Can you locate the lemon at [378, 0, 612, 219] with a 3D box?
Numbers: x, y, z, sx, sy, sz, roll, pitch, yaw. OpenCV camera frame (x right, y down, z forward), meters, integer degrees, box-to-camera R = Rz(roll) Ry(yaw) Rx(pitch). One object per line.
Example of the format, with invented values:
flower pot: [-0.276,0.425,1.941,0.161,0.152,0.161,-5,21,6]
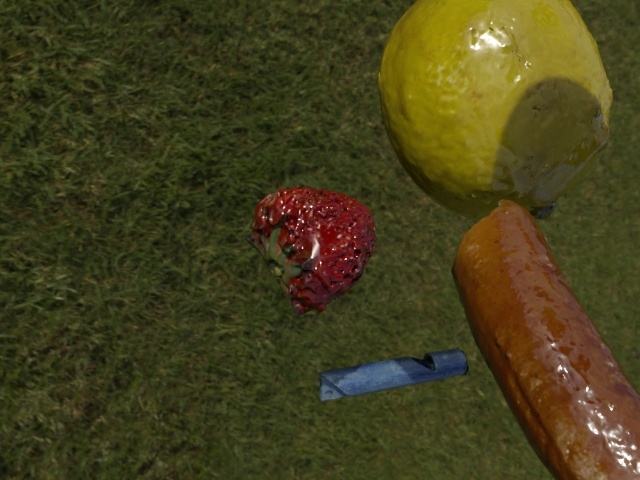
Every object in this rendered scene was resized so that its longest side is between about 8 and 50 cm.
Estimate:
lemon: [0.192,-0.164,0.794,0.260,0.260,0.284,-35,123,-37]

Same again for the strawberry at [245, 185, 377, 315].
strawberry: [0.000,0.000,1.044,0.201,0.187,0.184,-27,117,-26]

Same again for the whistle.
whistle: [0.143,0.263,1.364,0.304,0.062,0.062,-6,98,-18]

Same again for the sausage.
sausage: [0.171,0.105,0.436,0.103,0.076,0.302,-5,54,-36]
